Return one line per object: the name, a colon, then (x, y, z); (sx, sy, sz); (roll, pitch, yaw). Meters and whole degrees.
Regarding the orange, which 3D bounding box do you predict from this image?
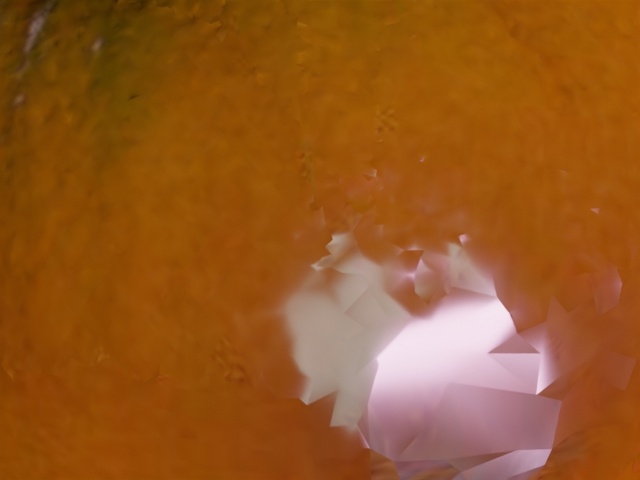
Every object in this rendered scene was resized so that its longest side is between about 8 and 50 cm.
orange: (0.000, 0.004, 0.461); (0.310, 0.274, 0.274); (0, 115, 17)
